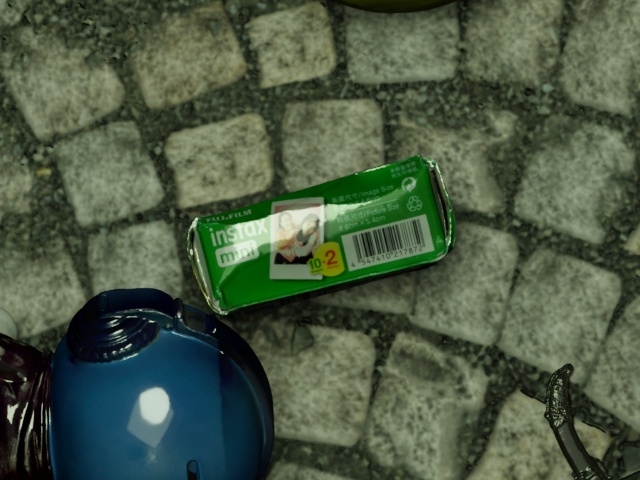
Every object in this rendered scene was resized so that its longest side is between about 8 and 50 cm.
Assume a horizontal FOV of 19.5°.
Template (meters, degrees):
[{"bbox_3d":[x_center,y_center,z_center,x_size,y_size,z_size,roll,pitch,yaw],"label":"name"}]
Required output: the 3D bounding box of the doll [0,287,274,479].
[{"bbox_3d":[-0.198,0.171,1.752,0.310,0.240,0.284,-5,123,-4],"label":"doll"}]

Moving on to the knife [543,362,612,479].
[{"bbox_3d":[0.268,0.232,1.838,0.046,0.021,0.222,-19,82,-4],"label":"knife"}]

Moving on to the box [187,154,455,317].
[{"bbox_3d":[0.000,0.000,1.797,0.250,0.180,0.103,-14,86,-2],"label":"box"}]

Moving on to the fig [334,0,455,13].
[{"bbox_3d":[0.039,-0.378,1.786,0.343,0.343,0.343,0,82,1],"label":"fig"}]

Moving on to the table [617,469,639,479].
[{"bbox_3d":[0.332,0.326,1.687,0.335,0.272,0.222,-24,89,-3],"label":"table"}]
